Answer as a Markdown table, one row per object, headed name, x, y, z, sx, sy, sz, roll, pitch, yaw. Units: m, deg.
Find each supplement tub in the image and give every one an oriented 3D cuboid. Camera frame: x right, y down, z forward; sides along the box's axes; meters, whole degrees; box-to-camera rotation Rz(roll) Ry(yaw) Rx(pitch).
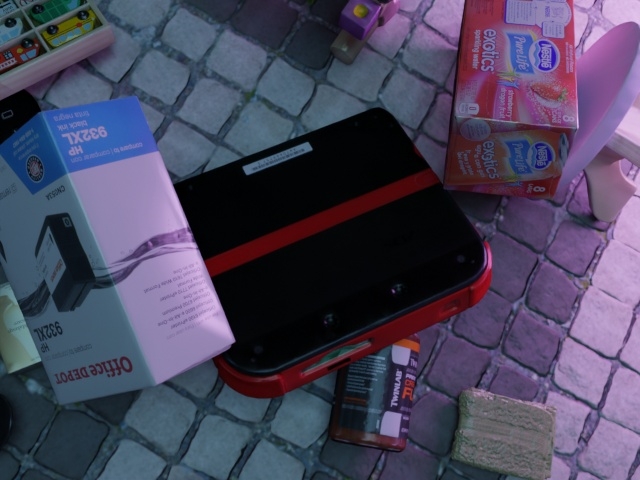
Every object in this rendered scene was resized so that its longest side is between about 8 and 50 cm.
| name | x | y | z | sx | sy | sz | roll | pitch | yaw |
| --- | --- | --- | --- | --- | --- | --- | --- | --- | --- |
| supplement tub | 0.075 | 0.174 | 0.954 | 0.106 | 0.106 | 0.198 | 11 | 77 | -5 |

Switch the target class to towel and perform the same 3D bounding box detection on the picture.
| name | x | y | z | sx | sy | sz | roll | pitch | yaw |
| --- | --- | --- | --- | --- | --- | --- | --- | --- | --- |
| towel | 0.257 | 0.271 | 0.998 | 0.148 | 0.027 | 0.110 | 13 | 77 | -6 |

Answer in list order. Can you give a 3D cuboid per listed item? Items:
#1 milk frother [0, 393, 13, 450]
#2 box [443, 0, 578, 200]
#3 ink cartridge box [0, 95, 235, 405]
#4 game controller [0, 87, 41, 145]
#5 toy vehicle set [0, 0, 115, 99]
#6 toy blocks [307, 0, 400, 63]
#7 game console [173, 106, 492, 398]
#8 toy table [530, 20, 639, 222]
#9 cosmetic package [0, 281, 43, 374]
| name | x | y | z | sx | sy | sz | roll | pitch | yaw |
| --- | --- | --- | --- | --- | --- | --- | --- | --- | --- |
| milk frother | -0.466 | 0.245 | 0.847 | 0.129 | 0.134 | 0.143 | -4 | 73 | 23 |
| box | 0.261 | -0.217 | 0.987 | 0.154 | 0.142 | 0.300 | 6 | 54 | 8 |
| ink cartridge box | -0.262 | 0.020 | 0.839 | 0.129 | 0.223 | 0.308 | -25 | 94 | -48 |
| game controller | -0.514 | -0.090 | 0.952 | 0.319 | 0.067 | 0.166 | -26 | 82 | -13 |
| toy vehicle set | -0.444 | -0.283 | 0.998 | 0.266 | 0.035 | 0.166 | -32 | 69 | -14 |
| toy blocks | 0.033 | -0.454 | 0.976 | 0.288 | 0.309 | 0.260 | 35 | 81 | -3 |
| game console | 0.000 | 0.000 | 0.964 | 0.386 | 0.060 | 0.342 | -23 | 57 | -13 |
| toy table | 0.420 | -0.153 | 1.022 | 0.160 | 0.274 | 0.252 | 23 | 42 | -13 |
| cosmetic package | -0.393 | 0.112 | 0.936 | 0.060 | 0.041 | 0.115 | -22 | 81 | -12 |
